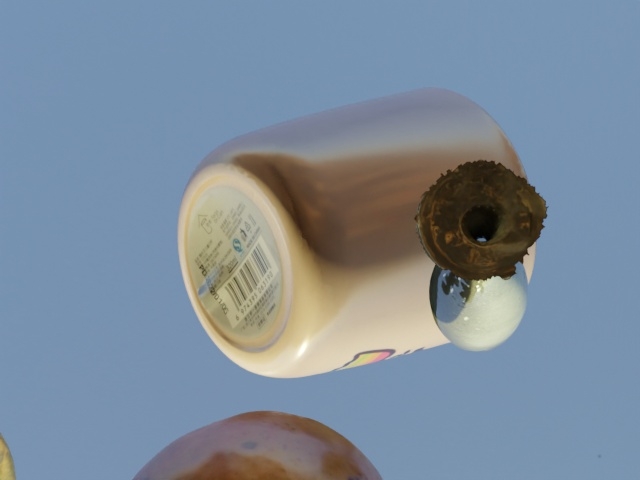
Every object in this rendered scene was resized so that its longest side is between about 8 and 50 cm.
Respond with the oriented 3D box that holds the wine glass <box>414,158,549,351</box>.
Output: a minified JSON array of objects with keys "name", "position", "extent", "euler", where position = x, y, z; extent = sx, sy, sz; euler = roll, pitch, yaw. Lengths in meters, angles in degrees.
[{"name":"wine glass","position":[0.084,0.018,0.898],"extent":[0.066,0.198,0.066],"euler":[-1,-106,4]}]

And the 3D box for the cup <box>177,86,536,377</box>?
[{"name":"cup","position":[0.000,0.000,1.222],"extent":[0.200,0.253,0.192],"euler":[-14,-86,-37]}]

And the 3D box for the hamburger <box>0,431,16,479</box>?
[{"name":"hamburger","position":[-0.367,0.191,1.211],"extent":[0.151,0.295,0.227],"euler":[25,-65,46]}]

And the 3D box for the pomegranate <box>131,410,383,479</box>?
[{"name":"pomegranate","position":[-0.035,0.188,0.902],"extent":[0.191,0.191,0.191],"euler":[-1,-98,9]}]
